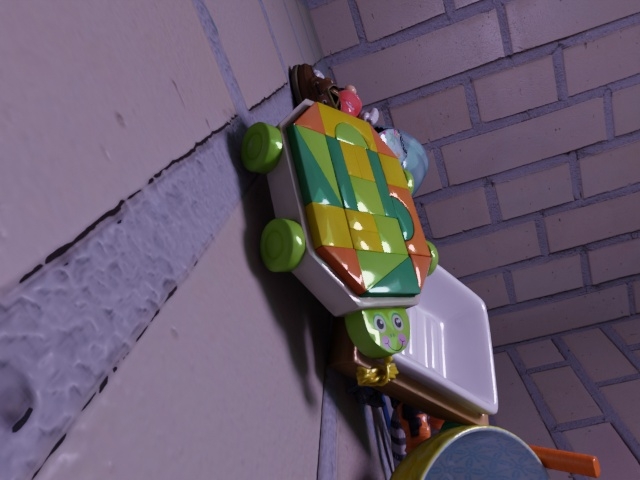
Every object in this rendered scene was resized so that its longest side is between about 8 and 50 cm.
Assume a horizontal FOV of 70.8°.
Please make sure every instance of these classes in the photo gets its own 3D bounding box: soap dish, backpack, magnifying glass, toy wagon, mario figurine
[{"bbox_3d":[0.143,0.139,0.698,0.291,0.118,0.228,33,45,-27],"label":"soap dish"},{"bbox_3d":[0.128,-0.212,1.233,0.253,0.225,0.190,-34,102,-75],"label":"backpack"},{"bbox_3d":[0.286,0.316,0.679,0.026,0.231,0.092,-35,107,-42],"label":"magnifying glass"},{"bbox_3d":[0.048,-0.005,0.545,0.268,0.068,0.343,6,62,-43],"label":"toy wagon"},{"bbox_3d":[0.072,-0.448,1.407,0.320,0.198,0.169,-97,179,-60],"label":"mario figurine"}]

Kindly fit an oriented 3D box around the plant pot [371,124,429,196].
[{"bbox_3d":[0.188,-0.199,1.470,0.196,0.294,0.293,-68,150,-29],"label":"plant pot"}]

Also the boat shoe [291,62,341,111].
[{"bbox_3d":[0.000,-0.313,1.035,0.110,0.105,0.307,61,16,-50],"label":"boat shoe"}]

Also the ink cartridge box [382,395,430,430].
[{"bbox_3d":[0.236,0.290,1.158,0.395,0.167,0.285,34,41,-72],"label":"ink cartridge box"}]

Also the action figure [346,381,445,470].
[{"bbox_3d":[0.131,0.280,0.828,0.342,0.179,0.329,-3,68,-49],"label":"action figure"}]

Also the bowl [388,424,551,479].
[{"bbox_3d":[0.174,0.399,0.615,0.156,0.290,0.289,-26,-103,57],"label":"bowl"}]
